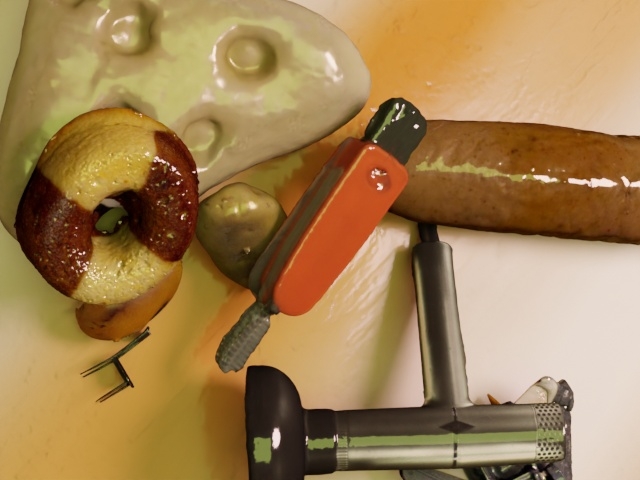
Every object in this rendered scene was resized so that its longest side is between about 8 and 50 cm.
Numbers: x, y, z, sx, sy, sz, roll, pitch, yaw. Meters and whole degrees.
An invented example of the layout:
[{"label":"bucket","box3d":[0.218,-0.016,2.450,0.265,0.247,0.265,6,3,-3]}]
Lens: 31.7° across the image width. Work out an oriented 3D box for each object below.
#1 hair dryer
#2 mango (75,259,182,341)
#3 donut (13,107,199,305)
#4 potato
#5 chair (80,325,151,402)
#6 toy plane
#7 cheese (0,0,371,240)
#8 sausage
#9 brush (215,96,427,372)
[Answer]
[{"label":"hair dryer","box3d":[0.063,0.137,1.179,0.320,0.155,0.284,-8,45,-8]},{"label":"mango","box3d":[-0.186,0.053,1.130,0.127,0.077,0.063,-42,81,-6]},{"label":"donut","box3d":[-0.189,-0.024,1.031,0.166,0.073,0.184,37,97,-28]},{"label":"potato","box3d":[-0.074,-0.005,1.146,0.091,0.070,0.138,-19,128,11]},{"label":"chair","box3d":[-0.198,0.129,1.145,0.086,0.037,0.042,-36,84,-9]},{"label":"toy plane","box3d":[0.232,0.318,1.207,0.204,0.103,0.316,-27,94,-3]},{"label":"cheese","box3d":[-0.152,-0.108,1.127,0.351,0.129,0.328,22,87,-12]},{"label":"sausage","box3d":[0.268,-0.063,1.222,0.501,0.136,0.123,4,103,-14]},{"label":"brush","box3d":[0.000,0.000,1.111,0.070,0.051,0.323,34,93,-39]}]
